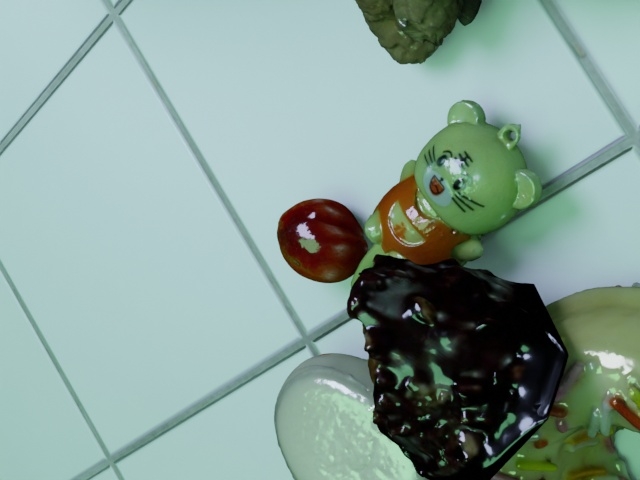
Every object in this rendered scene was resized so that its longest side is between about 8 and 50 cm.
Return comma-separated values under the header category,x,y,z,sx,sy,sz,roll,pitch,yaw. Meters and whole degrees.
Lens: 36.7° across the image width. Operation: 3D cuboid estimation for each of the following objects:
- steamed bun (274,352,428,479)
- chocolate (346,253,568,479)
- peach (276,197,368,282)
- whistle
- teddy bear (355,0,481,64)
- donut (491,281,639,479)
category,x,y,z,sx,sy,sz,roll,pitch,yaw
steamed bun,0.052,0.234,1.137,0.228,0.130,0.177,46,116,17
chocolate,0.087,0.102,0.923,0.177,0.224,0.206,31,112,-17
peach,-0.001,0.001,1.117,0.100,0.100,0.101,13,112,33
whistle,0.118,-0.023,1.018,0.131,0.106,0.288,55,128,18
teddy bear,0.103,-0.306,0.890,0.256,0.156,0.267,-6,101,45
donut,0.281,0.231,0.954,0.307,0.150,0.371,0,104,40
